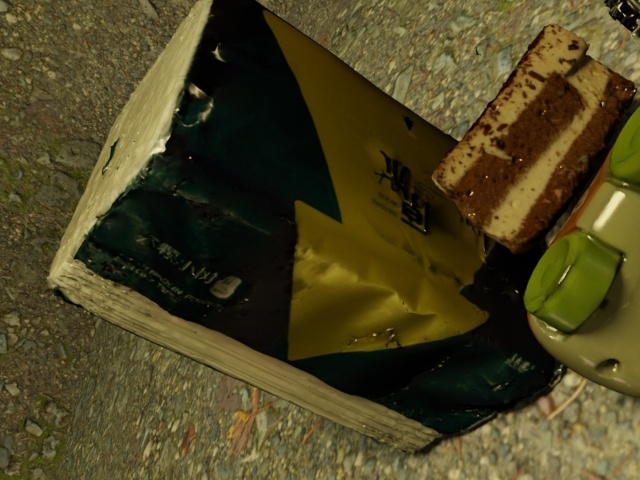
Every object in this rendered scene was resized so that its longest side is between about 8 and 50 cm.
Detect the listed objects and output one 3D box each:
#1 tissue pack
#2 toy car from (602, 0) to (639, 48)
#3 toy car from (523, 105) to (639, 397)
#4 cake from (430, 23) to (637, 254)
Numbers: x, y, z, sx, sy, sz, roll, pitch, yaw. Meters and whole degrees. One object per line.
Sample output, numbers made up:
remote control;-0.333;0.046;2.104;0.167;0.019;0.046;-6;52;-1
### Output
tissue pack;0.000;0.000;0.714;0.253;0.416;0.264;-41;29;37
toy car;0.327;-0.183;0.627;0.097;0.100;0.191;-46;47;34
toy car;0.248;-0.006;0.572;0.235;0.145;0.235;-60;2;4
cake;0.178;-0.069;0.686;0.246;0.112;0.135;-51;-6;-29
